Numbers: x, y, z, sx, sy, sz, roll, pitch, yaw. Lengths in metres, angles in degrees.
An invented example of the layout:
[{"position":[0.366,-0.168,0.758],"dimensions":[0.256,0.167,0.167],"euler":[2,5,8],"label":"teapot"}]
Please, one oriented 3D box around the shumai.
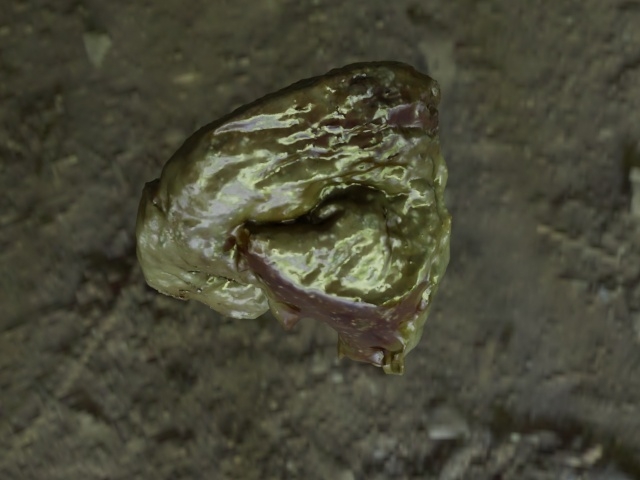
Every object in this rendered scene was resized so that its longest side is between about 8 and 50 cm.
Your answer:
[{"position":[0.001,-0.012,0.748],"dimensions":[0.105,0.123,0.139],"euler":[37,107,34],"label":"shumai"}]
